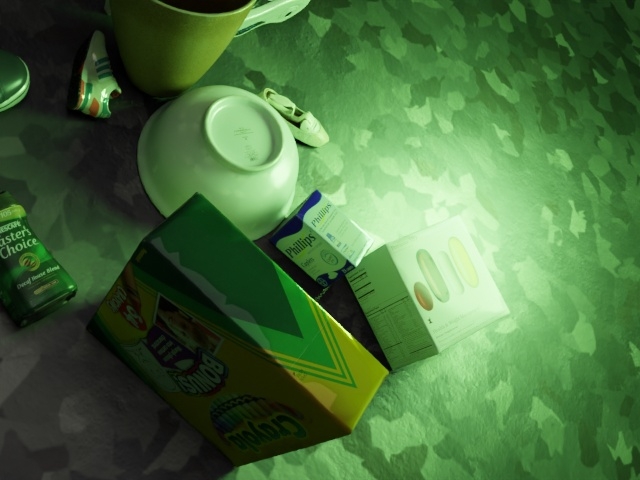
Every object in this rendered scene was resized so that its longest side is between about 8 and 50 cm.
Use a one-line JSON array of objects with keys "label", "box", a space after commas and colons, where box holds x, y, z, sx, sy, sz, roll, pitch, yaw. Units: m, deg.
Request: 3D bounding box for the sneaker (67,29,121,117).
[{"label": "sneaker", "box": [-0.374, -0.276, 1.172, 0.075, 0.057, 0.161, 23, 57, -38]}]

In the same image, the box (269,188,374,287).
[{"label": "box", "box": [0.000, 0.000, 1.203, 0.137, 0.126, 0.072, 41, 57, -6]}]

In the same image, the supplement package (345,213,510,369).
[{"label": "supplement package", "box": [0.190, 0.092, 1.253, 0.194, 0.149, 0.203, -22, 81, -34]}]

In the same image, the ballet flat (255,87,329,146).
[{"label": "ballet flat", "box": [-0.050, -0.233, 1.324, 0.168, 0.052, 0.057, 27, 58, -16]}]

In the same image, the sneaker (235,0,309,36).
[{"label": "sneaker", "box": [-0.126, -0.495, 1.381, 0.217, 0.079, 0.121, -32, 87, -34]}]

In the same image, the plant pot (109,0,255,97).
[{"label": "plant pot", "box": [-0.244, -0.365, 1.144, 0.237, 0.254, 0.237, 11, 57, -18]}]

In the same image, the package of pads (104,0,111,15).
[{"label": "package of pads", "box": [-0.351, -0.431, 1.228, 0.050, 0.083, 0.032, -4, 76, -26]}]

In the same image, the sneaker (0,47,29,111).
[{"label": "sneaker", "box": [-0.580, -0.247, 0.997, 0.321, 0.127, 0.126, -14, 74, -34]}]

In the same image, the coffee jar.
[{"label": "coffee jar", "box": [-0.434, 0.023, 0.983, 0.096, 0.079, 0.184, -35, 87, -35]}]

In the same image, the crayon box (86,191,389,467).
[{"label": "crayon box", "box": [-0.133, 0.144, 0.921, 0.313, 0.363, 0.106, 45, 55, -4]}]

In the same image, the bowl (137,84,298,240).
[{"label": "bowl", "box": [-0.152, -0.154, 1.185, 0.297, 0.134, 0.298, 11, 63, -23]}]
